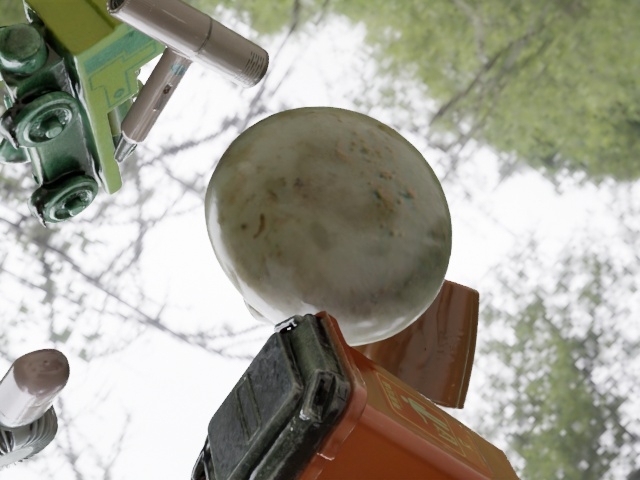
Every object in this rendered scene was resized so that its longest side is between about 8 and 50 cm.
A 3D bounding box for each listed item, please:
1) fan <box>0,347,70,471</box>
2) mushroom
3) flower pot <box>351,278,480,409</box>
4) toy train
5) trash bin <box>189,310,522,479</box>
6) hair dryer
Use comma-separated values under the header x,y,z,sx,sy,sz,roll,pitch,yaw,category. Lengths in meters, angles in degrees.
x,y,z,sx,sy,sz,roll,pitch,yaw,category
-0.327,0.178,1.376,0.130,0.244,0.074,-14,-111,-38,fan
0.000,0.000,1.254,0.243,0.243,0.243,24,-146,-17,mushroom
0.138,0.132,1.840,0.191,0.173,0.190,17,177,1,flower pot
-0.301,-0.173,1.616,0.237,0.369,0.150,-36,-110,-18,toy train
0.031,0.193,1.011,0.239,0.184,0.161,32,-167,-21,trash bin
-0.201,-0.181,1.457,0.195,0.220,0.053,27,-144,-38,hair dryer
